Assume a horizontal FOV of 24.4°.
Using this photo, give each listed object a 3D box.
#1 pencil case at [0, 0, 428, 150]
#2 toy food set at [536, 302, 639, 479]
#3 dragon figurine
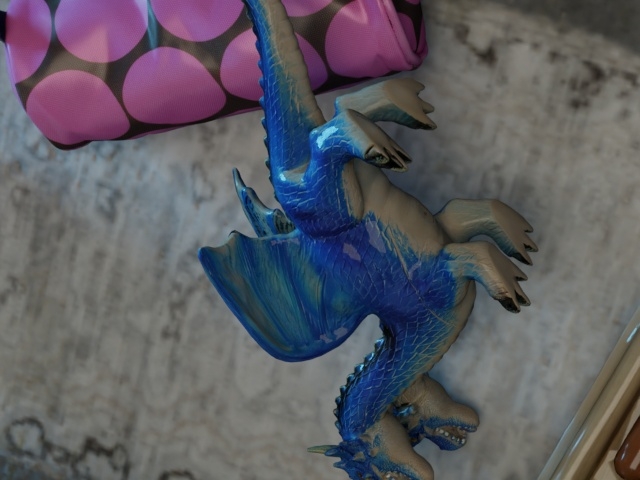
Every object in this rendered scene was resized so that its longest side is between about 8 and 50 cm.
[{"bbox_3d":[-0.054,-0.110,0.732,0.209,0.095,0.098,-9,75,17],"label":"pencil case"},{"bbox_3d":[0.207,0.100,0.628,0.219,0.092,0.306,32,95,25],"label":"toy food set"},{"bbox_3d":[0.000,0.000,0.682,0.144,0.085,0.289,-33,110,26],"label":"dragon figurine"}]
